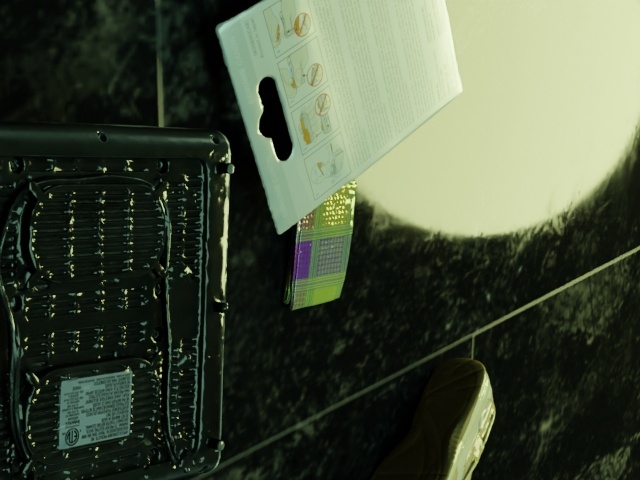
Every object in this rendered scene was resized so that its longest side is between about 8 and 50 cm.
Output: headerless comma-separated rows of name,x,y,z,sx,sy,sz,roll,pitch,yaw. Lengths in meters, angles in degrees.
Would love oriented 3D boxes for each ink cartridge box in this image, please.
ink cartridge box,0.008,-0.110,0.790,0.179,0.045,0.145,-37,130,-28

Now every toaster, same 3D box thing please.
toaster,-0.133,0.032,0.569,0.186,0.110,0.168,-5,98,-52

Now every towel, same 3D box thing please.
towel,0.000,0.000,0.831,0.060,0.009,0.083,-10,110,-52

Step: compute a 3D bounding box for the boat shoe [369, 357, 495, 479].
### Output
boat shoe,0.085,0.168,0.953,0.170,0.063,0.059,-56,133,-26
